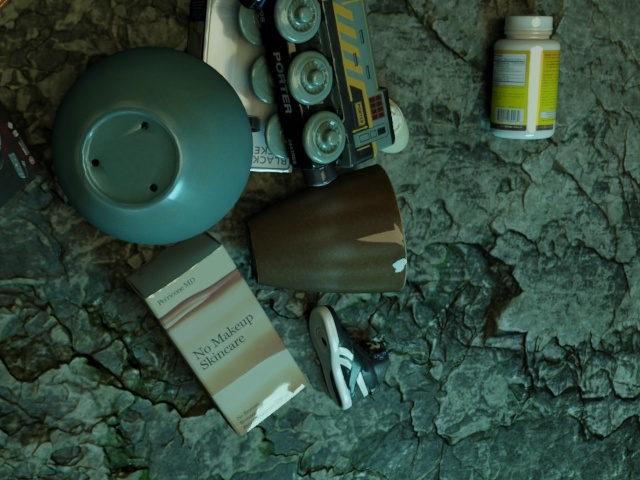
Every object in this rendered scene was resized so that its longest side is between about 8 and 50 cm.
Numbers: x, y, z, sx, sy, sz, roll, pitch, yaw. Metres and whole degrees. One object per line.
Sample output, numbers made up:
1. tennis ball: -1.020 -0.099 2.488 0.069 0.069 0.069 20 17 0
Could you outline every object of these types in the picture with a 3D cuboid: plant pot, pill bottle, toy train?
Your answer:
1. plant pot: 0.000 0.000 1.411 0.230 0.215 0.215 -11 108 -9
2. pill bottle: 0.370 -0.295 1.559 0.117 0.117 0.215 -6 106 -25
3. plant pot: -0.243 -0.121 1.188 0.290 0.195 0.290 0 101 -1
4. toy train: 0.001 -0.254 1.280 0.190 0.142 0.334 -24 111 -33

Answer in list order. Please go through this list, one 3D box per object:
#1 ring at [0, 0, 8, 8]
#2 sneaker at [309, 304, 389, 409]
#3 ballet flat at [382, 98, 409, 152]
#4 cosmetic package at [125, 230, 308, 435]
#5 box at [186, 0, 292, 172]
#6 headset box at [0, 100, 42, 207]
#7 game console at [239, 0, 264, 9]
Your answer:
1. ring: -0.543 -0.429 1.113 0.337 0.032 0.336 -6 104 -26
2. sneaker: 0.057 0.188 1.550 0.121 0.079 0.217 -26 121 -23
3. ballet flat: 0.077 -0.227 1.448 0.248 0.086 0.086 39 84 -29
4. cosmetic package: -0.163 0.147 1.391 0.153 0.129 0.296 -37 116 -13
5. box: -0.119 -0.254 1.338 0.169 0.087 0.290 2 102 -27
6. headset box: -0.507 -0.100 1.067 0.110 0.293 0.218 -15 115 22
7. game console: -0.154 -0.490 1.122 0.173 0.250 0.293 -2 131 -30
